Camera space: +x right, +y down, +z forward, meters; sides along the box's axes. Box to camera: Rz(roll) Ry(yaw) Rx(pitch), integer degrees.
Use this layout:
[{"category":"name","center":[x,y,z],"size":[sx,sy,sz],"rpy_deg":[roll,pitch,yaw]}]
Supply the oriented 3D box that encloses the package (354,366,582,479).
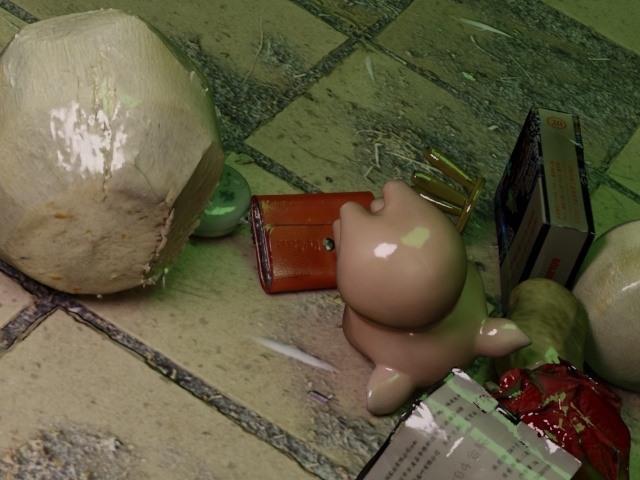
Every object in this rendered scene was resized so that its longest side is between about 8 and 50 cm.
[{"category":"package","center":[0.154,0.300,1.786],"size":[0.204,0.251,0.062],"rpy_deg":[38,-2,22]}]

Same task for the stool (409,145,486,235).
[{"category":"stool","center":[0.188,-0.068,2.345],"size":[0.110,0.135,0.134],"rpy_deg":[26,-8,6]}]

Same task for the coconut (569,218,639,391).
[{"category":"coconut","center":[0.496,0.103,2.213],"size":[0.245,0.245,0.247],"rpy_deg":[13,39,-16]}]

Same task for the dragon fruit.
[{"category":"dragon fruit","center":[0.311,0.278,1.890],"size":[0.293,0.234,0.234],"rpy_deg":[37,38,15]}]

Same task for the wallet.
[{"category":"wallet","center":[0.000,0.000,2.161],"size":[0.204,0.045,0.142],"rpy_deg":[-3,79,-32]}]

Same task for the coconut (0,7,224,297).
[{"category":"coconut","center":[-0.293,-0.131,1.954],"size":[0.346,0.346,0.360],"rpy_deg":[7,48,-23]}]

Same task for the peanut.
[{"category":"peanut","center":[0.310,0.146,2.128],"size":[0.129,0.129,0.224],"rpy_deg":[22,41,-5]}]

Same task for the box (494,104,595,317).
[{"category":"box","center":[0.341,-0.039,2.321],"size":[0.084,0.198,0.310],"rpy_deg":[12,39,-6]}]

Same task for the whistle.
[{"category":"whistle","center":[-0.204,-0.081,2.175],"size":[0.258,0.067,0.126],"rpy_deg":[29,49,13]}]

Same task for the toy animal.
[{"category":"toy animal","center":[0.120,0.065,1.985],"size":[0.237,0.326,0.269],"rpy_deg":[-24,81,0]}]
